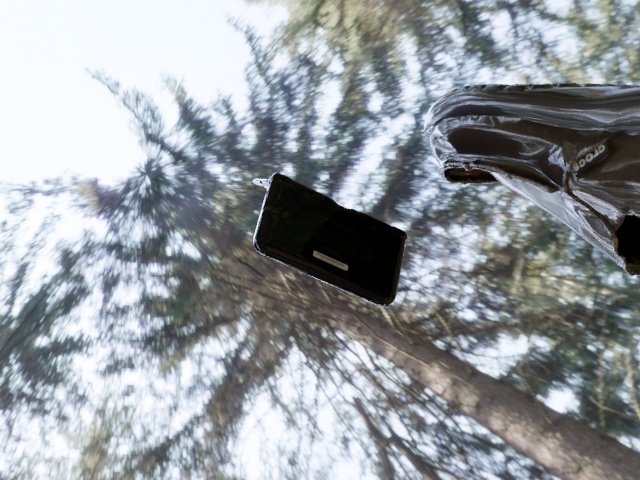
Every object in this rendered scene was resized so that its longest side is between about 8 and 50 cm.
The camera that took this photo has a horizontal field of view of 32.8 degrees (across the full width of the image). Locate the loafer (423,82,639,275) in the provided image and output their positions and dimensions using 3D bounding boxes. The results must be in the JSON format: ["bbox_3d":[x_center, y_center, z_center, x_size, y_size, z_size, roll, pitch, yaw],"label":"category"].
[{"bbox_3d":[0.193,-0.041,0.734,0.133,0.366,0.130,-3,-83,-28],"label":"loafer"}]

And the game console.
[{"bbox_3d":[0.000,0.000,0.875,0.122,0.071,0.107,24,-126,-15],"label":"game console"}]
